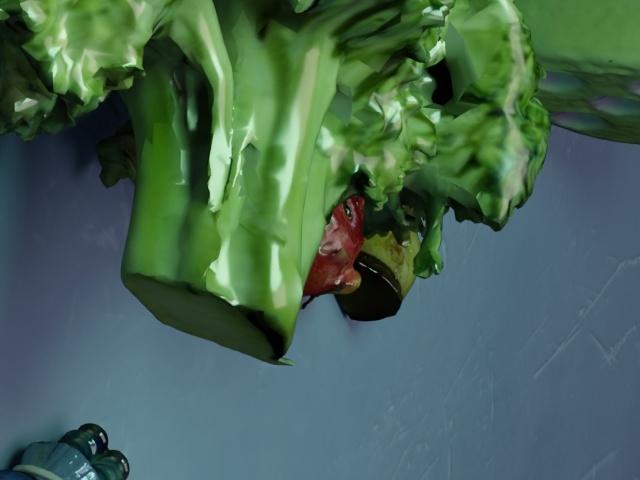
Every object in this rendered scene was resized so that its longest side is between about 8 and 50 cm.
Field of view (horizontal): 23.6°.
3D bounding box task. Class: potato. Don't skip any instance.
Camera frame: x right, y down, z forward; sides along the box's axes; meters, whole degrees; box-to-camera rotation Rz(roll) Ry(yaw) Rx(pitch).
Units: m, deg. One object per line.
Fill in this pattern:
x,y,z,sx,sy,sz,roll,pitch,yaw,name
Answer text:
0.055,0.007,1.300,0.096,0.066,0.103,69,38,-49,potato

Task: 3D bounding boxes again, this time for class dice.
0.316,-0.246,1.508,0.250,0.255,0.251,37,64,-60,dice

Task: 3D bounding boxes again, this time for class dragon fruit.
0.001,-0.005,1.188,0.126,0.068,0.112,-60,144,-34,dragon fruit

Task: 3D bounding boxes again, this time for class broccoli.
-0.041,-0.107,0.859,0.317,0.277,0.338,-55,140,-48,broccoli

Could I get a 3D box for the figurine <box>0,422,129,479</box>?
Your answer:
-0.168,0.164,0.914,0.086,0.087,0.149,56,35,0,figurine
